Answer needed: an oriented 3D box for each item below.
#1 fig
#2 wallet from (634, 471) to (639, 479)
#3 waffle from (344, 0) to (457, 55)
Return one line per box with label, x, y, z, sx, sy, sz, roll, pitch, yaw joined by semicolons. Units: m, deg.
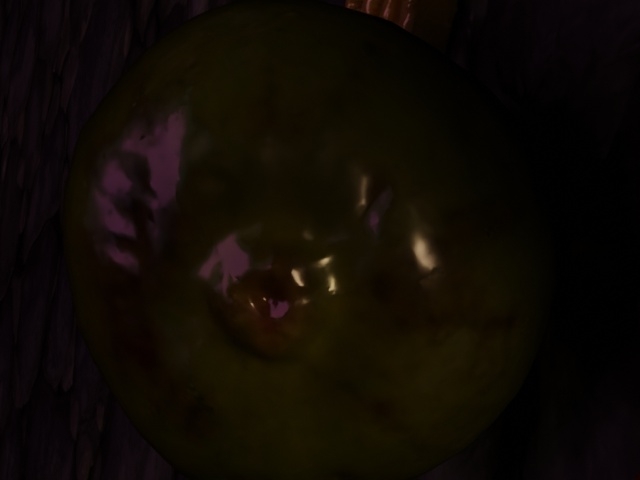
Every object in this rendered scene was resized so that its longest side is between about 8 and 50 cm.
fig;0.000;0.000;0.610;0.225;0.203;0.203;-28;-51;-77
wallet;0.135;0.088;0.394;0.142;0.045;0.204;-104;29;-44
waffle;0.019;-0.063;0.764;0.125;0.032;0.191;-128;50;-60
